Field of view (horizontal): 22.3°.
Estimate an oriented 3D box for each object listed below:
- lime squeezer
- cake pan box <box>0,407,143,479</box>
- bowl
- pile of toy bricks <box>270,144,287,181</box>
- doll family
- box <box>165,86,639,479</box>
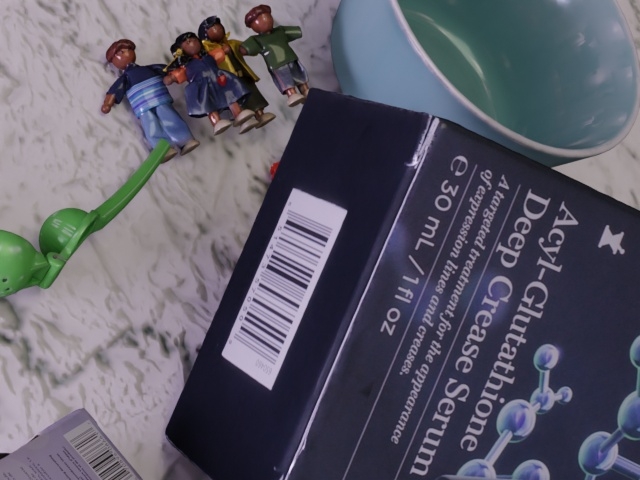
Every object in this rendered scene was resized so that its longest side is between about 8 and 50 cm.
[{"bbox_3d":[-0.220,-0.010,1.210,0.310,0.059,0.110,-12,44,-39],"label":"lime squeezer"},{"bbox_3d":[-0.145,0.244,1.016,0.267,0.070,0.246,50,18,2],"label":"cake pan box"},{"bbox_3d":[0.133,-0.175,1.521,0.311,0.163,0.312,20,52,-28],"label":"bowl"},{"bbox_3d":[0.000,0.000,1.354,0.105,0.118,0.212,-7,73,-7],"label":"pile of toy bricks"},{"bbox_3d":[-0.097,-0.141,1.377,0.193,0.076,0.111,-23,83,-42],"label":"doll family"},{"bbox_3d":[0.137,0.101,1.213,0.395,0.212,0.294,22,91,-27],"label":"box"}]
